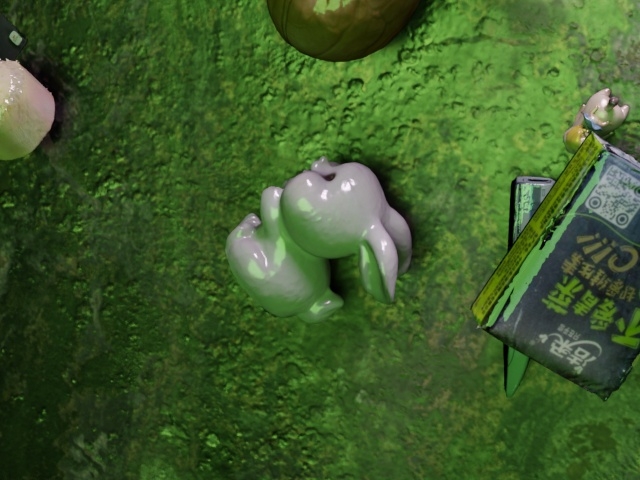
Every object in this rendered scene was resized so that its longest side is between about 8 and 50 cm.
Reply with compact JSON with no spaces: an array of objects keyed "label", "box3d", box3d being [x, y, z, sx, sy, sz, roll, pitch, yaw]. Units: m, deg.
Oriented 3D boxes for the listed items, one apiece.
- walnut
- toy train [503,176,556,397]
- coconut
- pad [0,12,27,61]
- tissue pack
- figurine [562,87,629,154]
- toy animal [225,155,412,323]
[{"label":"walnut","box3d":[0.032,-0.289,1.320,0.167,0.167,0.207,34,110,10]},{"label":"toy train","box3d":[0.232,0.056,1.382,0.048,0.055,0.252,2,103,4]},{"label":"coconut","box3d":[-0.389,-0.159,1.527,0.116,0.122,0.116,-6,67,15]},{"label":"pad","box3d":[-0.467,-0.225,1.601,0.116,0.004,0.193,45,113,7]},{"label":"tissue pack","box3d":[0.292,0.029,1.308,0.173,0.073,0.235,29,103,-10]},{"label":"figurine","box3d":[0.288,-0.123,1.323,0.047,0.050,0.083,42,112,13]},{"label":"toy animal","box3d":[0.000,0.007,1.415,0.193,0.127,0.178,-27,94,22]}]
